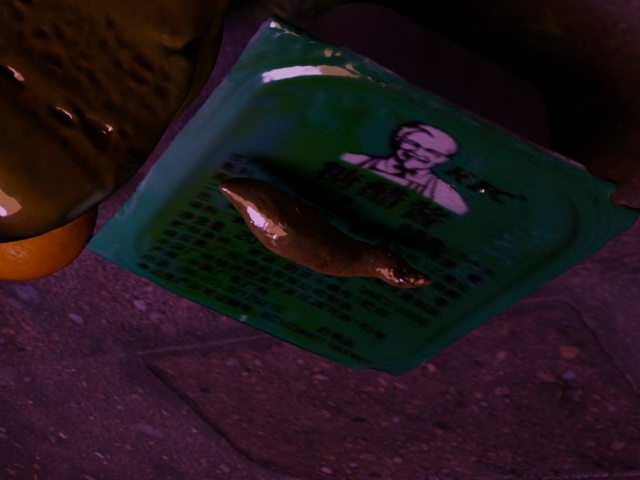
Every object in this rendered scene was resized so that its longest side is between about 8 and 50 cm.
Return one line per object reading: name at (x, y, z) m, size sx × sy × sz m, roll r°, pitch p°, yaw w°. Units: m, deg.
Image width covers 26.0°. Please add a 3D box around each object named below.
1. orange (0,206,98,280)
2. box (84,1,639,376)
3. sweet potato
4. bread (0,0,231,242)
orange at (-0.244, -0.042, 1.089) m, size 0.155 × 0.134 × 0.154 m, roll 26°, pitch 152°, yaw 15°
box at (0.021, -0.041, 0.935) m, size 0.264 × 0.106 × 0.337 m, roll 24°, pitch 146°, yaw -18°
sweet potato at (-0.002, 0.000, 0.875) m, size 0.153 × 0.038 × 0.041 m, roll 26°, pitch 169°, yaw -23°
bread at (-0.243, -0.170, 0.830) m, size 0.376 × 0.251 × 0.208 m, roll 38°, pitch 171°, yaw -19°
